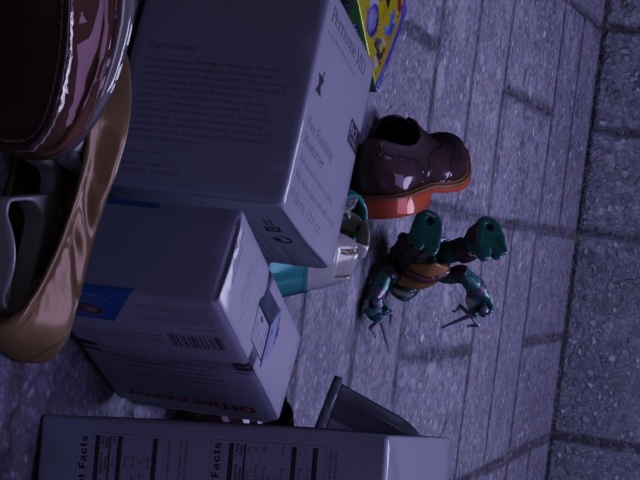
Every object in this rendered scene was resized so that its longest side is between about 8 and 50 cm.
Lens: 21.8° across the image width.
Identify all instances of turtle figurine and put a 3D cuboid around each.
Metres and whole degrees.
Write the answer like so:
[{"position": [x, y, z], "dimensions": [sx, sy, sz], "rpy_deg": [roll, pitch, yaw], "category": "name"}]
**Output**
[{"position": [0.123, 0.041, 1.952], "dimensions": [0.234, 0.175, 0.118], "rpy_deg": [120, -46, -60], "category": "turtle figurine"}]

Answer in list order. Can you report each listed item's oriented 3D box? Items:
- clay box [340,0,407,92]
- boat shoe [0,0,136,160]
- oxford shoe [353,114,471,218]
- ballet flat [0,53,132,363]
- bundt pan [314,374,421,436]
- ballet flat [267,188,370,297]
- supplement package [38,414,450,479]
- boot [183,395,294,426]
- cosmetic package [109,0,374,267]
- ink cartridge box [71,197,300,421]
[{"position": [0.036, -0.272, 1.673], "dimensions": [0.222, 0.053, 0.127], "rpy_deg": [76, 28, -50], "category": "clay box"}, {"position": [-0.183, -0.209, 0.966], "dimensions": [0.116, 0.123, 0.324], "rpy_deg": [-6, 96, -64], "category": "boat shoe"}, {"position": [0.112, -0.101, 1.910], "dimensions": [0.271, 0.097, 0.098], "rpy_deg": [-37, 126, -65], "category": "oxford shoe"}, {"position": [-0.179, -0.035, 1.094], "dimensions": [0.073, 0.080, 0.232], "rpy_deg": [23, 73, -55], "category": "ballet flat"}, {"position": [0.012, 0.300, 1.551], "dimensions": [0.331, 0.124, 0.331], "rpy_deg": [21, 90, -88], "category": "bundt pan"}, {"position": [0.000, 0.000, 1.567], "dimensions": [0.247, 0.087, 0.083], "rpy_deg": [-55, 156, -68], "category": "ballet flat"}, {"position": [-0.055, 0.236, 1.241], "dimensions": [0.199, 0.262, 0.198], "rpy_deg": [22, 70, -71], "category": "supplement package"}, {"position": [-0.102, 0.181, 1.434], "dimensions": [0.248, 0.090, 0.207], "rpy_deg": [-55, 135, -52], "category": "boot"}, {"position": [-0.060, -0.094, 1.297], "dimensions": [0.151, 0.151, 0.184], "rpy_deg": [52, 48, -66], "category": "cosmetic package"}, {"position": [-0.107, 0.053, 1.234], "dimensions": [0.191, 0.139, 0.082], "rpy_deg": [67, 33, -58], "category": "ink cartridge box"}]
